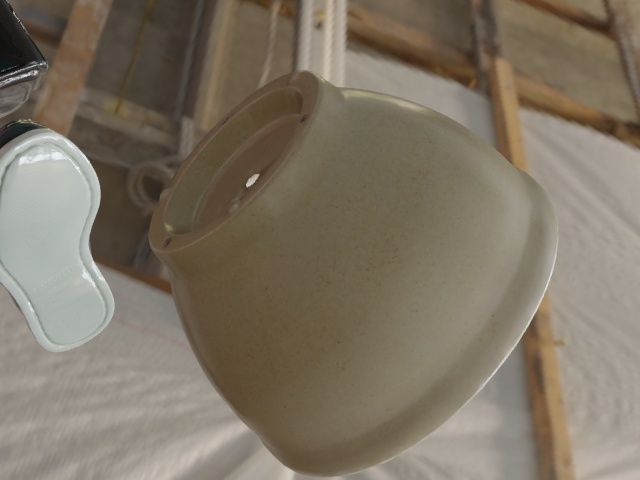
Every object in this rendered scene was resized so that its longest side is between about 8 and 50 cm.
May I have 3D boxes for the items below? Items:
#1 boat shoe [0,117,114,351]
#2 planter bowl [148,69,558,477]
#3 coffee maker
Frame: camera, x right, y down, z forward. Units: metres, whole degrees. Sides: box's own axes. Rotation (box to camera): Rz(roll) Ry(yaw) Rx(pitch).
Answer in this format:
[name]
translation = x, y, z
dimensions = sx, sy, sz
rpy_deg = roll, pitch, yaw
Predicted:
[boat shoe]
translation = -0.254, -0.011, 1.087
dimensions = 0.114, 0.302, 0.091
rpy_deg = -27, -120, -24
[planter bowl]
translation = 0.000, 0.000, 0.509
dimensions = 0.109, 0.162, 0.162
rpy_deg = 43, -151, -25
[coffee maker]
translation = -0.372, -0.222, 1.269
dimensions = 0.120, 0.171, 0.178
rpy_deg = -32, -97, -8
